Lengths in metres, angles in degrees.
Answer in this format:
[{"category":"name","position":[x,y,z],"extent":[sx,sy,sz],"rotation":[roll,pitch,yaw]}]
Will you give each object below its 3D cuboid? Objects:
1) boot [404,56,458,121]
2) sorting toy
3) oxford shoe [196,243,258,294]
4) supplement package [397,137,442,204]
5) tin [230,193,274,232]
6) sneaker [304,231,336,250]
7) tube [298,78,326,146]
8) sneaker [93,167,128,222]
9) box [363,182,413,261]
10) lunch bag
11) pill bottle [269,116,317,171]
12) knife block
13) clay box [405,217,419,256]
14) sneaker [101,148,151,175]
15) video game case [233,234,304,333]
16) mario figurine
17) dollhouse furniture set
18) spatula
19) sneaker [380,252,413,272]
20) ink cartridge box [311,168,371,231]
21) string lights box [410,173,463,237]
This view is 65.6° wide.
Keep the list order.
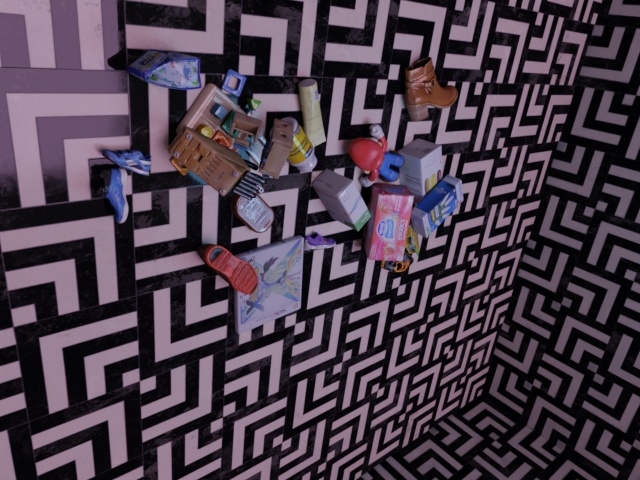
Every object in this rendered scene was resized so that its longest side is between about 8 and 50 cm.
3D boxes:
[{"category":"boot","position":[0.446,-0.637,2.015],"extent":[0.283,0.109,0.220],"rotation":[-30,127,-19]},{"category":"sorting toy","position":[-0.302,-0.333,1.474],"extent":[0.196,0.047,0.348],"rotation":[37,85,-43]},{"category":"oxford shoe","position":[-0.309,0.091,1.680],"extent":[0.097,0.098,0.271],"rotation":[-55,135,-18]},{"category":"supplement package","position":[0.436,-0.293,2.157],"extent":[0.139,0.133,0.244],"rotation":[-35,132,-25]},{"category":"tin","position":[-0.229,-0.099,1.699],"extent":[0.106,0.040,0.190],"rotation":[-49,137,-6]},{"category":"sneaker","position":[0.000,0.000,1.955],"extent":[0.170,0.068,0.071],"rotation":[-4,88,-53]},{"category":"tube","position":[-0.031,-0.426,1.696],"extent":[0.070,0.062,0.240],"rotation":[-4,132,7]},{"category":"sneaker","position":[-0.569,-0.118,1.339],"extent":[0.084,0.058,0.152],"rotation":[-11,115,-47]},{"category":"box","position":[0.280,-0.076,2.083],"extent":[0.154,0.142,0.300],"rotation":[4,115,-6]},{"category":"lunch bag","position":[-0.402,-0.436,1.272],"extent":[0.151,0.128,0.096],"rotation":[-19,123,-34]},{"category":"pill bottle","position":[-0.084,-0.315,1.666],"extent":[0.103,0.103,0.184],"rotation":[-51,137,-10]},{"category":"knife block","position":[-0.289,-0.228,1.480],"extent":[0.275,0.242,0.088],"rotation":[39,104,-9]},{"category":"clay box","position":[0.397,-0.042,2.224],"extent":[0.127,0.053,0.222],"rotation":[53,32,-46]},{"category":"sneaker","position":[-0.518,-0.223,1.338],"extent":[0.144,0.053,0.059],"rotation":[18,100,-56]},{"category":"video game case","position":[-0.193,0.166,1.880],"extent":[0.299,0.036,0.329],"rotation":[-18,124,-37]},{"category":"mario figurine","position":[0.202,-0.331,1.953],"extent":[0.320,0.170,0.198],"rotation":[12,67,-57]},{"category":"dollhouse furniture set","position":[-0.188,-0.301,1.504],"extent":[0.183,0.129,0.129],"rotation":[18,129,-15]},{"category":"spatula","position":[-0.219,-0.273,1.619],"extent":[0.168,0.019,0.242],"rotation":[-51,136,-11]},{"category":"sneaker","position":[0.382,0.114,2.372],"extent":[0.214,0.083,0.084],"rotation":[-10,117,-42]},{"category":"ink cartridge box","position":[0.081,-0.153,1.877],"extent":[0.093,0.154,0.212],"rotation":[-49,137,-12]},{"category":"string lights box","position":[0.503,-0.149,2.146],"extent":[0.259,0.076,0.133],"rotation":[-43,140,-16]}]
